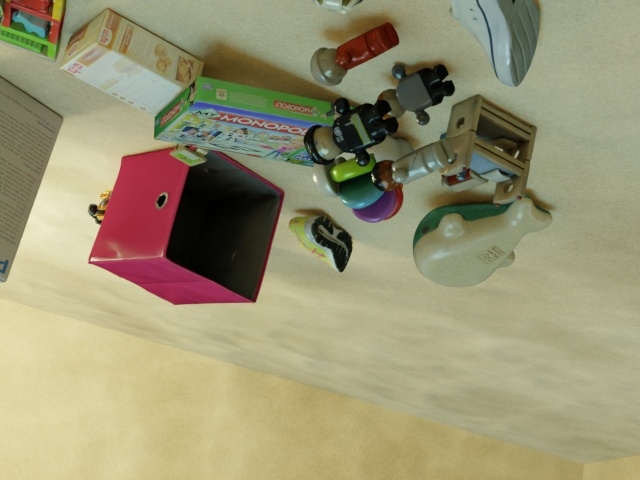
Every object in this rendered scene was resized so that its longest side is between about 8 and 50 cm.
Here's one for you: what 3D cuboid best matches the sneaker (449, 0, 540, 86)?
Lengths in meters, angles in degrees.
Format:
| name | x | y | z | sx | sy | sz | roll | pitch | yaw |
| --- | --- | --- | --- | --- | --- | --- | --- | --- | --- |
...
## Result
| name | x | y | z | sx | sy | sz | roll | pitch | yaw |
| --- | --- | --- | --- | --- | --- | --- | --- | --- | --- |
| sneaker | 0.219 | -0.295 | 1.346 | 0.091 | 0.094 | 0.258 | 24 | 163 | 29 |

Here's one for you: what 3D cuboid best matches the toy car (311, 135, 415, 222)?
| name | x | y | z | sx | sy | sz | roll | pitch | yaw |
| --- | --- | --- | --- | --- | --- | --- | --- | --- | --- |
| toy car | 0.085 | -0.097 | 1.792 | 0.159 | 0.136 | 0.182 | -18 | 175 | 21 |

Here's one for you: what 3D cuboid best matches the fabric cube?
| name | x | y | z | sx | sy | sz | roll | pitch | yaw |
| --- | --- | --- | --- | --- | --- | --- | --- | --- | --- |
| fabric cube | -0.273 | -0.027 | 2.138 | 0.258 | 0.254 | 0.259 | -3 | 155 | 44 |

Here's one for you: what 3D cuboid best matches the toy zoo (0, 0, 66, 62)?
| name | x | y | z | sx | sy | sz | roll | pitch | yaw |
| --- | --- | --- | --- | --- | --- | --- | --- | --- | --- |
| toy zoo | -0.496 | -0.383 | 1.635 | 0.192 | 0.030 | 0.293 | 19 | 160 | -12 |

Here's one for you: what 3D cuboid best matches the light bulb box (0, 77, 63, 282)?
| name | x | y | z | sx | sy | sz | roll | pitch | yaw |
| --- | --- | --- | --- | --- | --- | --- | --- | --- | --- |
| light bulb box | -0.743 | -0.116 | 2.041 | 0.358 | 0.360 | 0.225 | -2 | 155 | 38 |

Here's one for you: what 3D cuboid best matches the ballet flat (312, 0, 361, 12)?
| name | x | y | z | sx | sy | sz | roll | pitch | yaw |
| --- | --- | --- | --- | --- | --- | --- | --- | --- | --- |
| ballet flat | 0.016 | -0.347 | 1.295 | 0.095 | 0.096 | 0.280 | 11 | 161 | 6 |

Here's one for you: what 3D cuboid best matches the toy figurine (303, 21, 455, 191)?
| name | x | y | z | sx | sy | sz | roll | pitch | yaw |
| --- | --- | --- | --- | --- | --- | --- | --- | --- | --- |
| toy figurine | 0.085 | -0.185 | 1.525 | 0.148 | 0.213 | 0.210 | -21 | 147 | 39 |

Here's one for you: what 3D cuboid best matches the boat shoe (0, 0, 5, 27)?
| name | x | y | z | sx | sy | sz | roll | pitch | yaw |
| --- | --- | --- | --- | --- | --- | --- | --- | --- | --- |
| boat shoe | -0.531 | -0.347 | 1.572 | 0.109 | 0.091 | 0.305 | 24 | 158 | -21 |

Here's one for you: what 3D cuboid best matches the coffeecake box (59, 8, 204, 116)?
| name | x | y | z | sx | sy | sz | roll | pitch | yaw |
| --- | --- | --- | --- | --- | --- | --- | --- | --- | --- |
| coffeecake box | -0.310 | -0.287 | 1.717 | 0.186 | 0.068 | 0.142 | 26 | 156 | -31 |

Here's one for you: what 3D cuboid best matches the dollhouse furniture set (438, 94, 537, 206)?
| name | x | y | z | sx | sy | sz | roll | pitch | yaw |
| --- | --- | --- | --- | --- | --- | --- | --- | --- | --- |
| dollhouse furniture set | 0.233 | -0.129 | 1.699 | 0.129 | 0.128 | 0.184 | 24 | 158 | -27 |

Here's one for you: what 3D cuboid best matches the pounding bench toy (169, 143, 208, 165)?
| name | x | y | z | sx | sy | sz | roll | pitch | yaw |
| --- | --- | --- | --- | --- | --- | --- | --- | --- | --- |
| pounding bench toy | -0.230 | -0.185 | 1.950 | 0.052 | 0.065 | 0.083 | 29 | 155 | -35 |

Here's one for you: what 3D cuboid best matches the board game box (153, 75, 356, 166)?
| name | x | y | z | sx | sy | sz | roll | pitch | yaw |
| --- | --- | --- | --- | --- | --- | --- | --- | --- | --- |
| board game box | -0.096 | -0.194 | 1.762 | 0.317 | 0.046 | 0.213 | 8 | 166 | -26 |

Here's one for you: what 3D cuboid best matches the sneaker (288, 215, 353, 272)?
| name | x | y | z | sx | sy | sz | roll | pitch | yaw |
| --- | --- | --- | --- | --- | --- | --- | --- | --- | --- |
| sneaker | 0.000 | 0.000 | 2.304 | 0.094 | 0.081 | 0.208 | 9 | 155 | 33 |

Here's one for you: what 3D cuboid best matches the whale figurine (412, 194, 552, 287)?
| name | x | y | z | sx | sy | sz | roll | pitch | yaw |
| --- | --- | --- | --- | --- | --- | --- | --- | --- | --- |
| whale figurine | 0.301 | -0.022 | 1.996 | 0.272 | 0.141 | 0.216 | -33 | 136 | 31 |

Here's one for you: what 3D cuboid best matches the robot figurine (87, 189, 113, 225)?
| name | x | y | z | sx | sy | sz | roll | pitch | yaw |
| --- | --- | --- | --- | --- | --- | --- | --- | --- | --- |
| robot figurine | -0.395 | -0.042 | 2.424 | 0.211 | 0.085 | 0.291 | -3 | 155 | 38 |
